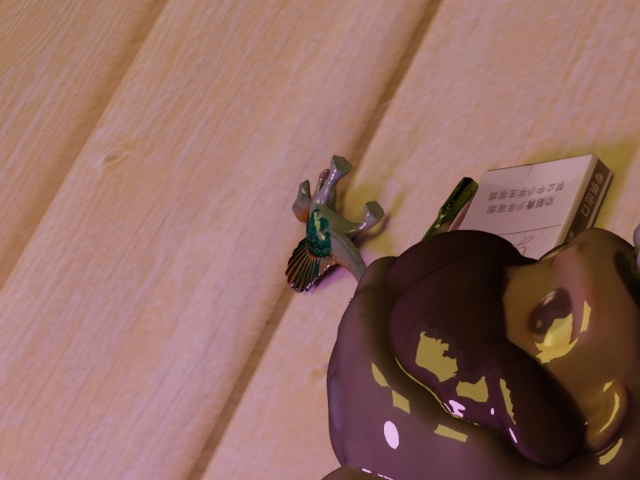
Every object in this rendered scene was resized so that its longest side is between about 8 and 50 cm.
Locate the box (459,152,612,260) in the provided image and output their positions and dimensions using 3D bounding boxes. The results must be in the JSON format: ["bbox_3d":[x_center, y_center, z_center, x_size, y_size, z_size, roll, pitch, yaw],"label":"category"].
[{"bbox_3d":[0.123,0.030,1.246,0.109,0.029,0.198,-8,48,50],"label":"box"}]

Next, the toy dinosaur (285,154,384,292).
[{"bbox_3d":[0.003,0.002,1.440,0.106,0.044,0.187,-45,40,37],"label":"toy dinosaur"}]

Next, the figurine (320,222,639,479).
[{"bbox_3d":[0.164,0.065,0.992,0.380,0.203,0.248,-26,23,19],"label":"figurine"}]

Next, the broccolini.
[{"bbox_3d":[0.069,0.009,1.343,0.035,0.030,0.140,20,69,47],"label":"broccolini"}]
